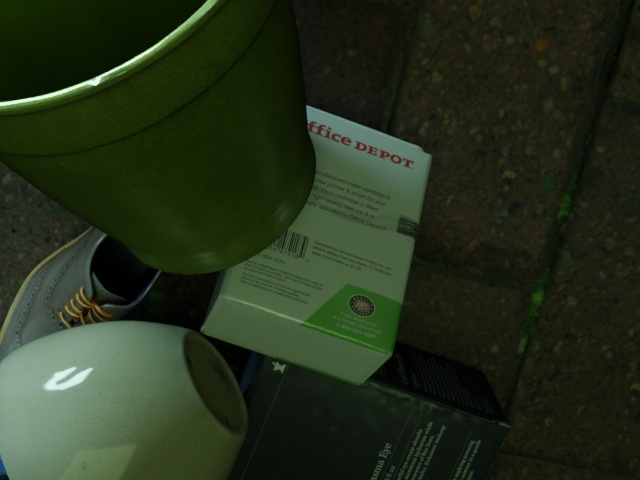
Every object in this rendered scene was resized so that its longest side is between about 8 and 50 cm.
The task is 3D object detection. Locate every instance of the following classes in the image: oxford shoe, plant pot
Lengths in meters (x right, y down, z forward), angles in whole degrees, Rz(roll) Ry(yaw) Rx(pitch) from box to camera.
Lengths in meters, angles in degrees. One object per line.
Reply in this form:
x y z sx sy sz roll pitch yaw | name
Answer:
-0.287 0.064 1.294 0.130 0.133 0.363 38 101 -12 | oxford shoe
-0.193 0.199 1.174 0.191 0.284 0.284 -31 105 12 | plant pot
-0.166 -0.152 1.042 0.366 0.366 0.353 -22 141 4 | plant pot

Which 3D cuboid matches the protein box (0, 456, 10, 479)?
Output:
-0.471 0.263 1.293 0.200 0.201 0.136 22 103 -18 | protein box

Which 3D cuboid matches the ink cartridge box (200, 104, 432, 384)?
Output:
0.000 0.000 1.224 0.198 0.273 0.115 20 149 -8 | ink cartridge box

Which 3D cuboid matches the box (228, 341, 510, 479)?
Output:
0.018 0.294 1.351 0.312 0.179 0.343 21 104 -9 | box
